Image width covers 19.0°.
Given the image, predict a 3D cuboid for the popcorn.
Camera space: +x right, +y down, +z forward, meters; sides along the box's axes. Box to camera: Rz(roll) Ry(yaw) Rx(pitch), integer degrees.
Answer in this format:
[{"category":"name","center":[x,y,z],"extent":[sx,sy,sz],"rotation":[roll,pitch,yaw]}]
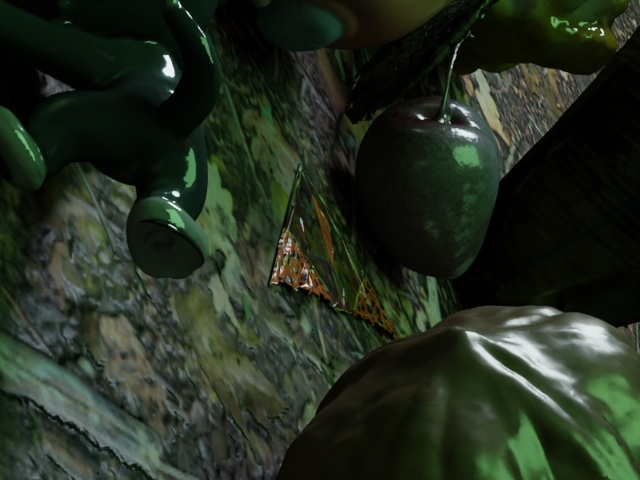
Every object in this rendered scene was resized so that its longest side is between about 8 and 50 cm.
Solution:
[{"category":"popcorn","center":[0.162,-0.314,1.712],"extent":[0.292,0.293,0.334],"rotation":[-39,121,-68]}]

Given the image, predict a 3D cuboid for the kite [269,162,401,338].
[{"category":"kite","center":[0.001,0.000,1.345],"extent":[0.222,0.008,0.125],"rotation":[28,41,-61]}]

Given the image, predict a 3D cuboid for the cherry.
[{"category":"cherry","center":[0.092,-0.054,1.472],"extent":[0.148,0.115,0.188],"rotation":[57,21,-14]}]

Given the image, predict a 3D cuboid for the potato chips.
[{"category":"potato chips","center":[0.090,-0.168,1.488],"extent":[0.029,0.202,0.220],"rotation":[43,4,-10]}]

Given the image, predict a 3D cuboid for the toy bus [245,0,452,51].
[{"category":"toy bus","center":[0.009,-0.258,1.344],"extent":[0.288,0.194,0.232],"rotation":[52,59,-31]}]

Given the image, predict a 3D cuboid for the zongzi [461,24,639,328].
[{"category":"zongzi","center":[0.365,0.017,1.564],"extent":[0.432,0.403,0.208],"rotation":[45,9,16]}]

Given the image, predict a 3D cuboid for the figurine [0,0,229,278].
[{"category":"figurine","center":[-0.113,-0.113,0.993],"extent":[0.193,0.140,0.265],"rotation":[25,29,-38]}]

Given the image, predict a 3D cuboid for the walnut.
[{"category":"walnut","center":[0.092,0.166,1.068],"extent":[0.273,0.273,0.227],"rotation":[58,-10,-25]}]
